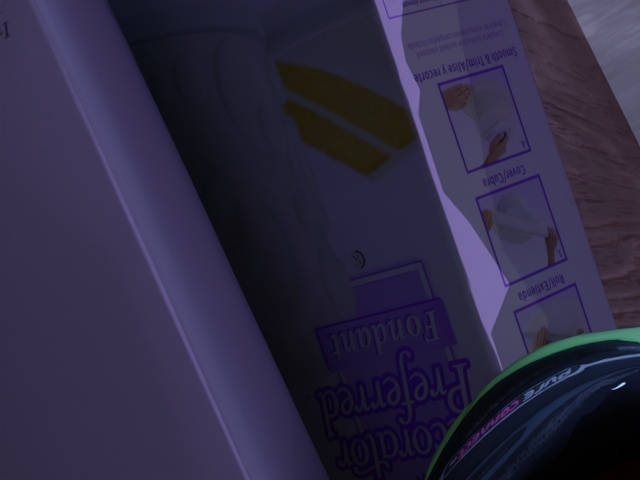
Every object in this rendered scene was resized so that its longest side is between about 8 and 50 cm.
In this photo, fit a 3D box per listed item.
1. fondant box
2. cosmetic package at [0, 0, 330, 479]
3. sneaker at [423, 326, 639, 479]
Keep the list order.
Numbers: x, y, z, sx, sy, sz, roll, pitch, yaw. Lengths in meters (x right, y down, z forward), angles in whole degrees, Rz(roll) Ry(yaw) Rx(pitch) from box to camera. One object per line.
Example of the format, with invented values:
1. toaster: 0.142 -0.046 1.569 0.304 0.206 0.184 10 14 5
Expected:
1. fondant box: 0.000 0.000 0.782 0.096 0.238 0.330 -22 93 -45
2. cosmetic package: -0.124 0.006 0.637 0.197 0.155 0.365 50 16 -79
3. sneaker: 0.052 0.254 0.541 0.202 0.185 0.482 88 14 -78
